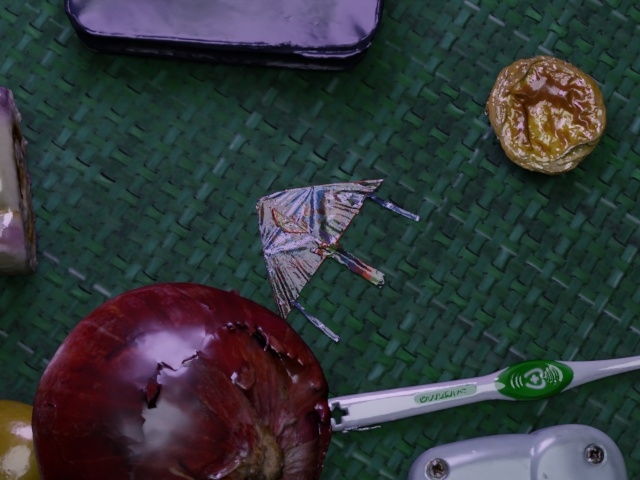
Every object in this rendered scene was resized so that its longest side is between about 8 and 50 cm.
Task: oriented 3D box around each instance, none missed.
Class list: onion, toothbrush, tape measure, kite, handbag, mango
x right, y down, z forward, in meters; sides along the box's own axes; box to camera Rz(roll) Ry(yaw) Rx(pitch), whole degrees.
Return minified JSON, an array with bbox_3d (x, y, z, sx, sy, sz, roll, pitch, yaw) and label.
[{"bbox_3d":[-0.124,0.171,1.154,0.276,0.276,0.276,1,78,-3],"label":"onion"},{"bbox_3d":[0.203,0.143,1.276,0.418,0.040,0.042,-10,77,0],"label":"toothbrush"},{"bbox_3d":[0.199,0.302,1.194,0.246,0.125,0.243,-8,79,-5],"label":"tape measure"},{"bbox_3d":[0.000,0.000,1.305,0.160,0.010,0.183,34,79,4],"label":"kite"},{"bbox_3d":[-0.094,-0.318,1.314,0.325,0.118,0.269,5,85,-2],"label":"handbag"},{"bbox_3d":[-0.335,0.216,1.204,0.194,0.092,0.130,1,80,2],"label":"mango"}]

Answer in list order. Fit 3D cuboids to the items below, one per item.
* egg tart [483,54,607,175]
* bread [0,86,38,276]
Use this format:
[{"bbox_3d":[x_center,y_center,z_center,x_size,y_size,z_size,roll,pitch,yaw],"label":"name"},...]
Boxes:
[{"bbox_3d":[0.231,-0.130,1.321,0.130,0.052,0.130,1,80,-4],"label":"egg tart"},{"bbox_3d":[-0.451,-0.044,1.221,0.338,0.155,0.187,-6,87,-6],"label":"bread"}]
